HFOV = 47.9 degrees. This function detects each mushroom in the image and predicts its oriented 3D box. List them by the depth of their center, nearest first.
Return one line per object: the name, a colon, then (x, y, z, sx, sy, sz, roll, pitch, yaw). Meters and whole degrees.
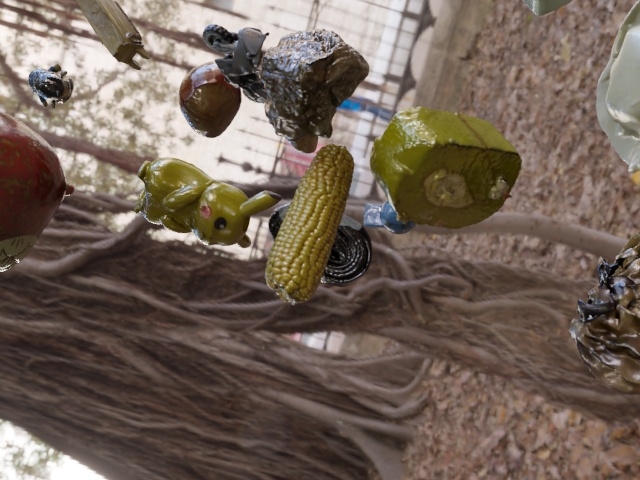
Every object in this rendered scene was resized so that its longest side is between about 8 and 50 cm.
mushroom: (-0.057, -0.422, 2.238, 0.151, 0.156, 0.285, 101, 162, -67)

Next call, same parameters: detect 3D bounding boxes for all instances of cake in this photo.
cake: (0.210, -0.121, 1.257, 0.156, 0.260, 0.179, 60, 137, 46)
cake: (0.630, 0.123, 1.335, 0.332, 0.321, 0.332, 177, 90, -71)

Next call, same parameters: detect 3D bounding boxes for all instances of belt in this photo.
belt: (0.000, 0.000, 1.879, 0.184, 0.289, 0.164, -59, -3, -7)

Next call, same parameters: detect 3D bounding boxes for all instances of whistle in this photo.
whistle: (0.151, -0.055, 1.536, 0.090, 0.158, 0.090, -12, -77, -60)

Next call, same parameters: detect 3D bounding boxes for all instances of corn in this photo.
corn: (-0.019, -0.024, 1.227, 0.101, 0.101, 0.310, 110, 178, -63)

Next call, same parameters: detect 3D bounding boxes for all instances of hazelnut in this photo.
hazelnut: (-0.327, -0.406, 2.060, 0.186, 0.210, 0.210, -48, -19, -52)

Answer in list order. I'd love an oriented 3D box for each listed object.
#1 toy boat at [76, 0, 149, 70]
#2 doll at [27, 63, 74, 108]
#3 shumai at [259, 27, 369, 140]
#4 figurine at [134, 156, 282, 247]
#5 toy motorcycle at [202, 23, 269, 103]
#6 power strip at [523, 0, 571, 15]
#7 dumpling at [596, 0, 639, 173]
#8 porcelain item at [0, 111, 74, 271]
toy boat: (-0.596, -0.624, 2.073, 0.089, 0.310, 0.115, -43, -13, 32)
doll: (-0.605, -0.347, 1.619, 0.179, 0.089, 0.102, 36, 108, 54)
shumai: (-0.002, -0.253, 1.241, 0.218, 0.184, 0.185, 30, 144, 51)
figurine: (-0.282, -0.078, 1.726, 0.169, 0.327, 0.218, -59, -5, -39)
toy motorcycle: (-0.173, -0.439, 1.788, 0.270, 0.159, 0.106, 49, -131, -47)
power strip: (0.382, -0.608, 1.475, 0.062, 0.091, 0.385, 67, 178, -59)
dumpling: (0.625, -0.281, 1.348, 0.243, 0.187, 0.318, 158, 108, -70)
porcelain item: (-0.453, -0.067, 1.003, 0.253, 0.253, 0.253, -164, 90, -88)
